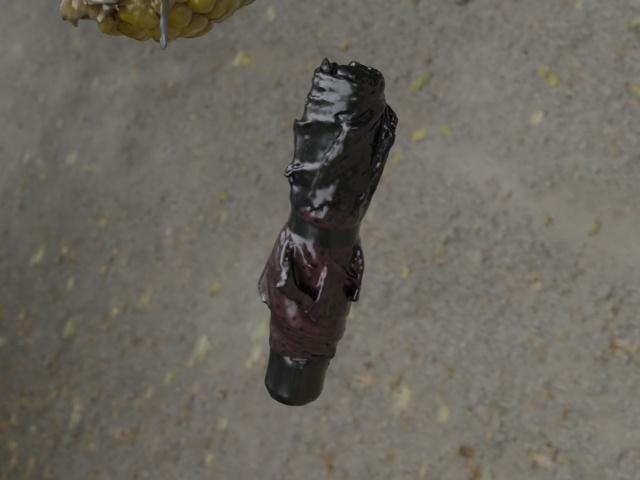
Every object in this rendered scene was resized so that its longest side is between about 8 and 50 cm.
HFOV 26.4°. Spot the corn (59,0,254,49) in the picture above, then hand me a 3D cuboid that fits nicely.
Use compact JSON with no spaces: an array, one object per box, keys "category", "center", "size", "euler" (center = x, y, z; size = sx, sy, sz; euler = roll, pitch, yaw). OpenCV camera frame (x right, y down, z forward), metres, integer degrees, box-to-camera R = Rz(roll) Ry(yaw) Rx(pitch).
[{"category":"corn","center":[-0.055,-0.173,0.732],"size":[0.106,0.106,0.305],"euler":[-55,-1,22]}]

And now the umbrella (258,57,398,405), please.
[{"category":"umbrella","center":[0.000,0.000,1.181],"size":[0.094,0.090,0.326],"euler":[-116,33,-57]}]
